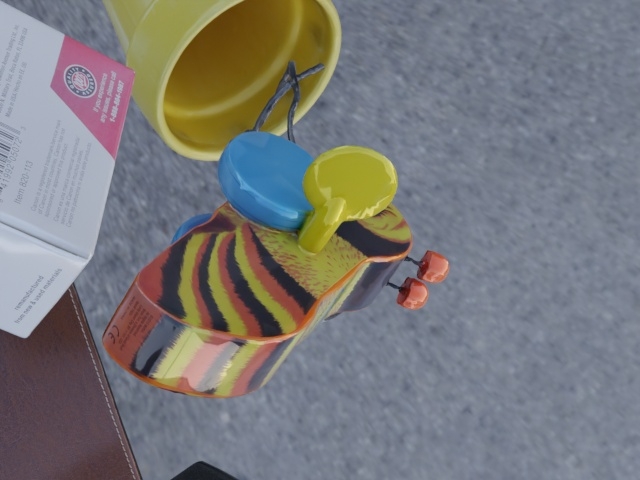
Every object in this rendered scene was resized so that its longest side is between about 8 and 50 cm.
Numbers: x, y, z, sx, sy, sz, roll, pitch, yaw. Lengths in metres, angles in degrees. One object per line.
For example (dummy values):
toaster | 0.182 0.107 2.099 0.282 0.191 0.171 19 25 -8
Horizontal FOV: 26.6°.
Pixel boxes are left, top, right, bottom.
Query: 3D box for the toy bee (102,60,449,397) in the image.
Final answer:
toy bee | 0.000 0.000 0.824 0.162 0.195 0.298 32 57 -2

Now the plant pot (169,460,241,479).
plant pot | -0.099 0.300 1.115 0.188 0.167 0.187 -34 152 -26

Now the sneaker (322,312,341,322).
sneaker | -0.002 -0.005 1.145 0.123 0.290 0.106 43 88 7

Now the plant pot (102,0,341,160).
plant pot | -0.142 -0.264 1.609 0.254 0.239 0.254 -27 147 -20

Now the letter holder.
letter holder | -0.314 0.191 1.335 0.214 0.152 0.302 -20 92 -18

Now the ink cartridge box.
ink cartridge box | -0.292 -0.088 0.956 0.283 0.207 0.117 26 133 -21
